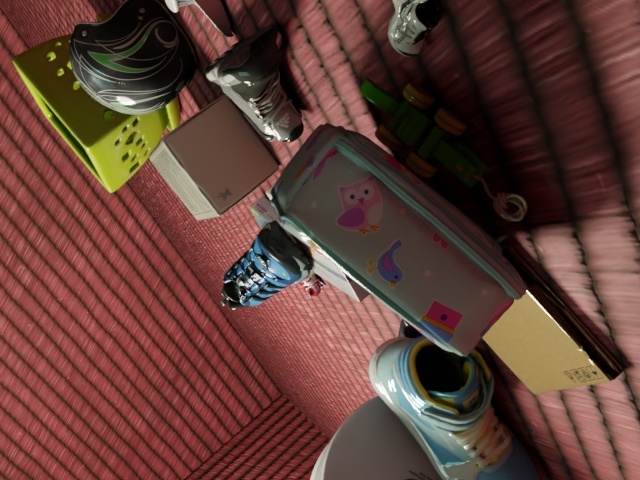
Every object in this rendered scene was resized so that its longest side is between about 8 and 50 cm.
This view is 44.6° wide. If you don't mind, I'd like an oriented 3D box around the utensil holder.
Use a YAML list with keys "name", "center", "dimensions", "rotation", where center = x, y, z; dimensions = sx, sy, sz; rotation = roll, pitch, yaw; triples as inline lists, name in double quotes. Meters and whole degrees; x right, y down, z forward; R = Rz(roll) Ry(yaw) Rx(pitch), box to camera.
- name: "utensil holder"
  center: [0.143, 0.440, 1.343]
  dimensions: [0.327, 0.328, 0.385]
  rotation: [47, 165, 15]

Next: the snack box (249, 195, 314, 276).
- name: "snack box"
  center: [-0.061, -0.008, 1.410]
  dimensions: [0.141, 0.037, 0.100]
  rotation: [39, 161, 37]

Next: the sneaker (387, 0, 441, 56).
- name: "sneaker"
  center: [0.074, -0.166, 0.596]
  dimensions: [0.037, 0.032, 0.083]
  rotation: [44, 165, 26]

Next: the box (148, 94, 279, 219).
- name: "box"
  center: [-0.182, -0.130, 1.291]
  dimensions: [0.148, 0.127, 0.232]
  rotation: [53, 165, -11]

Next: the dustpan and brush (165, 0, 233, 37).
- name: "dustpan and brush"
  center: [-0.187, -0.332, 0.921]
  dimensions: [0.147, 0.060, 0.211]
  rotation: [43, 165, 26]

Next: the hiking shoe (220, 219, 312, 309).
- name: "hiking shoe"
  center: [-0.102, 0.063, 1.363]
  dimensions: [0.113, 0.132, 0.304]
  rotation: [49, 163, 6]

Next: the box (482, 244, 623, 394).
- name: "box"
  center: [0.217, 0.092, 0.839]
  dimensions: [0.164, 0.021, 0.201]
  rotation: [49, 166, 7]

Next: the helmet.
- name: "helmet"
  center: [-0.289, -0.272, 1.180]
  dimensions: [0.169, 0.161, 0.169]
  rotation: [46, 165, 16]

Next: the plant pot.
- name: "plant pot"
  center: [-0.390, -0.260, 1.434]
  dimensions: [0.228, 0.207, 0.227]
  rotation: [48, 166, 9]

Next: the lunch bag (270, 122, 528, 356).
- name: "lunch bag"
  center: [0.068, -0.008, 0.742]
  dimensions: [0.224, 0.108, 0.279]
  rotation: [37, -175, -11]

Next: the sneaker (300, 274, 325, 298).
- name: "sneaker"
  center: [-0.026, 0.070, 1.492]
  dimensions: [0.067, 0.042, 0.118]
  rotation: [50, 174, 20]

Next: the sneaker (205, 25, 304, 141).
- name: "sneaker"
  center: [-0.057, -0.172, 0.914]
  dimensions: [0.132, 0.086, 0.229]
  rotation: [50, 177, -19]

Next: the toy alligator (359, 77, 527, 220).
- name: "toy alligator"
  center: [0.110, -0.080, 0.677]
  dimensions: [0.190, 0.056, 0.051]
  rotation: [43, -154, 22]

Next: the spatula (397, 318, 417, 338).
- name: "spatula"
  center: [0.141, 0.176, 1.271]
  dimensions: [0.084, 0.030, 0.296]
  rotation: [44, 164, 21]

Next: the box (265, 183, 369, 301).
- name: "box"
  center: [0.000, 0.000, 1.243]
  dimensions: [0.145, 0.038, 0.186]
  rotation: [31, 155, 53]

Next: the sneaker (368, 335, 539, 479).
- name: "sneaker"
  center: [0.210, 0.258, 1.084]
  dimensions: [0.319, 0.127, 0.208]
  rotation: [44, 161, 2]
